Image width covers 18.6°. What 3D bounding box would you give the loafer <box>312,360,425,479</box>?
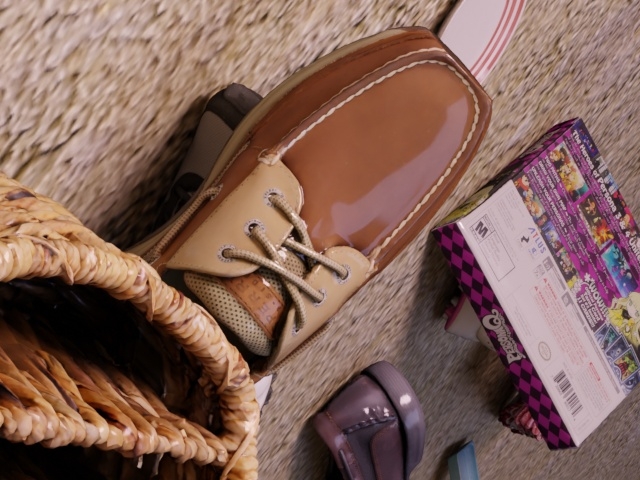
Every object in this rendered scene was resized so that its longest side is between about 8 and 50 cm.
[{"bbox_3d":[0.033,0.226,1.792,0.095,0.109,0.302,-26,143,-21],"label":"loafer"}]

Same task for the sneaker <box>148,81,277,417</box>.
[{"bbox_3d":[-0.074,0.029,1.197,0.108,0.100,0.271,-14,134,-38],"label":"sneaker"}]

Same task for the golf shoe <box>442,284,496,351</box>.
[{"bbox_3d":[0.236,0.056,1.912,0.306,0.140,0.115,-27,145,-57],"label":"golf shoe"}]

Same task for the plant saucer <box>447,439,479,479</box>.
[{"bbox_3d":[0.172,0.326,2.205,0.067,0.018,0.192,-24,104,-68],"label":"plant saucer"}]

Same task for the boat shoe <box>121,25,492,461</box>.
[{"bbox_3d":[-0.035,0.020,1.083,0.324,0.122,0.120,-43,-162,13],"label":"boat shoe"}]

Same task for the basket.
[{"bbox_3d":[-0.140,0.103,0.880,0.213,0.223,0.299,-56,148,8],"label":"basket"}]

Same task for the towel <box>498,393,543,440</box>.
[{"bbox_3d":[0.277,0.110,2.146,0.237,0.037,0.329,-56,177,-3],"label":"towel"}]

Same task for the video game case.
[{"bbox_3d":[0.220,0.036,1.751,0.042,0.232,0.210,-17,-163,48],"label":"video game case"}]

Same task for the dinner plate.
[{"bbox_3d":[0.112,-0.154,1.461,0.141,0.017,0.141,-48,160,-23],"label":"dinner plate"}]
